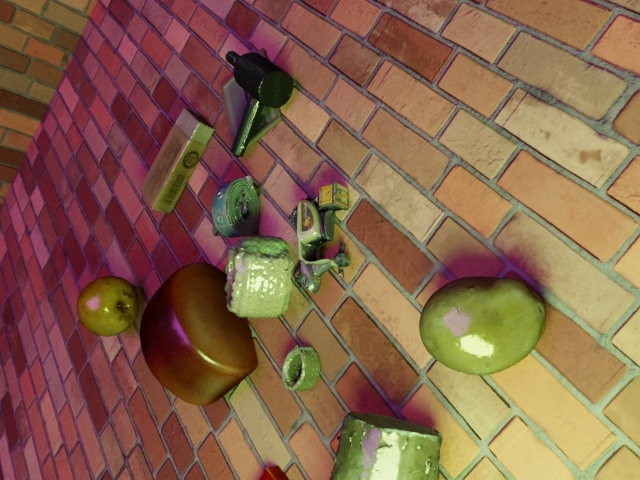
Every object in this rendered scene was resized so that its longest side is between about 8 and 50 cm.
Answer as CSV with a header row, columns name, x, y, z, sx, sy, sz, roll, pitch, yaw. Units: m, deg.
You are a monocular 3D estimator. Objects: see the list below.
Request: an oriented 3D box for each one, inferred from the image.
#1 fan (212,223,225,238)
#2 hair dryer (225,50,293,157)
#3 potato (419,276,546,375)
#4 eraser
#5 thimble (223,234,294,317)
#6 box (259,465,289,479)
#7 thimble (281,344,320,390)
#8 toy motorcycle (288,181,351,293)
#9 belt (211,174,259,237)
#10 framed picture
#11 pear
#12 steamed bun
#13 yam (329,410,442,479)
name,x,y,z,sx,sy,sz,roll,pitch,yaw
fan,-0.312,-0.040,1.799,0.080,0.003,0.060,16,90,44
hair dryer,-0.227,-0.407,1.740,0.244,0.116,0.302,44,116,43
potato,0.299,0.155,1.080,0.235,0.160,0.177,-27,99,20
eraser,-0.495,-0.272,1.982,0.144,0.078,0.343,45,109,40
thimble,-0.160,0.090,1.476,0.219,0.150,0.218,-176,90,-72
box,-0.128,0.656,1.409,0.112,0.048,0.175,36,104,42
thimble,-0.048,0.313,1.418,0.085,0.062,0.109,3,80,44
toy motorcycle,0.000,0.000,1.442,0.157,0.091,0.262,-13,71,37
belt,-0.238,-0.093,1.654,0.082,0.148,0.162,-11,100,37
framed picture,-0.221,-0.433,1.812,0.213,0.016,0.289,-32,59,32
pear,-0.733,0.224,1.987,0.209,0.209,0.208,-13,70,40
steamed bun,-0.354,0.248,1.593,0.235,0.248,0.379,-42,55,28
yam,0.103,0.506,1.099,0.241,0.241,0.347,11,85,44
